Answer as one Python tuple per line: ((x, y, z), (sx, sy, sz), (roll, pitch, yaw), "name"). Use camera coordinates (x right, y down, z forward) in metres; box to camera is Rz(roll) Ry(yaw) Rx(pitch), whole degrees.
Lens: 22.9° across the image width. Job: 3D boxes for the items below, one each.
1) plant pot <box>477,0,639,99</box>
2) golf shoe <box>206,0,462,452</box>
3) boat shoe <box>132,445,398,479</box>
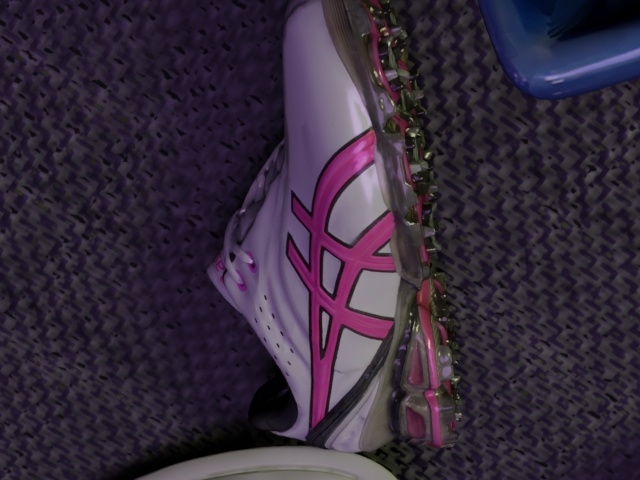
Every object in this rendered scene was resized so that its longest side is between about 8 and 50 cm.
((0.091, -0.175, 0.309), (0.236, 0.236, 0.212), (-19, 152, 14), "plant pot")
((0.000, 0.000, 0.532), (0.086, 0.067, 0.186), (-4, 122, 6), "golf shoe")
((-0.078, 0.185, 0.649), (0.319, 0.116, 0.099), (-36, 150, 18), "boat shoe")
